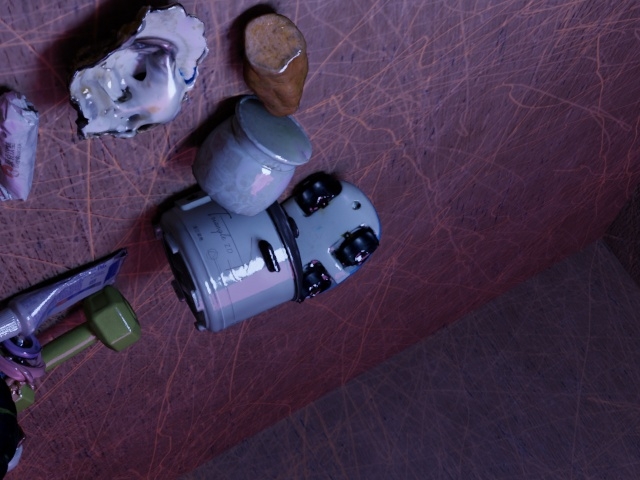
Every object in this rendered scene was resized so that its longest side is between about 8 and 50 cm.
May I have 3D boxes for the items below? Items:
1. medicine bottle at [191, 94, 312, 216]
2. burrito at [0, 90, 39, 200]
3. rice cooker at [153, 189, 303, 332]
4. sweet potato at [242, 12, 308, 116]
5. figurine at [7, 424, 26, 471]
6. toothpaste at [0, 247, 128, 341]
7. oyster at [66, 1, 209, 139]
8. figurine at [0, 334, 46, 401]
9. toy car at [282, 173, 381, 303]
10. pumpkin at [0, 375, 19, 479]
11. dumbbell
[{"bbox_3d":[-0.105,-0.132,1.834,0.143,0.147,0.147,-47,157,29],"label":"medicine bottle"},{"bbox_3d":[-0.395,-0.122,1.525,0.064,0.064,0.203,-23,159,-26],"label":"burrito"},{"bbox_3d":[-0.144,0.018,2.015,0.227,0.241,0.280,-23,-167,-14],"label":"rice cooker"},{"bbox_3d":[-0.064,-0.242,1.712,0.097,0.097,0.252,-30,160,-9],"label":"sweet potato"},{"bbox_3d":[-0.672,0.404,2.200,0.283,0.204,0.338,-21,155,-33],"label":"figurine"},{"bbox_3d":[-0.450,0.098,2.006,0.282,0.068,0.099,-31,-166,-35],"label":"toothpaste"},{"bbox_3d":[-0.234,-0.219,1.513,0.223,0.083,0.214,-45,162,17],"label":"oyster"},{"bbox_3d":[-0.529,0.225,2.018,0.114,0.126,0.157,4,112,-20],"label":"figurine"},{"bbox_3d":[0.000,0.000,2.281,0.255,0.188,0.190,-40,169,11],"label":"toy car"},{"bbox_3d":[-0.631,0.314,1.890,0.296,0.296,0.296,-29,161,-11],"label":"pumpkin"},{"bbox_3d":[-0.473,0.199,2.134,0.302,0.121,0.108,-30,133,-4],"label":"dumbbell"}]
